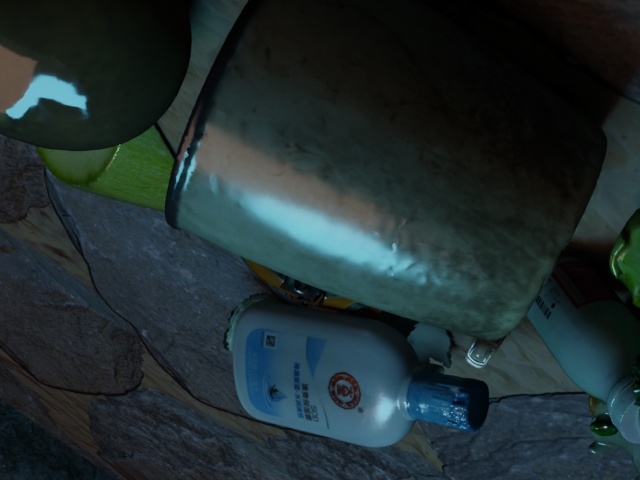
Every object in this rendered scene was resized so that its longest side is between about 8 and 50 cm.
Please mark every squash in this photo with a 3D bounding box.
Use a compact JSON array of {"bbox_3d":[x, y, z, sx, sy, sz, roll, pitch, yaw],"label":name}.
[{"bbox_3d":[-0.290,-0.132,1.470,0.237,0.155,0.203,6,102,42],"label":"squash"}]

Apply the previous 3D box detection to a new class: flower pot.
[{"bbox_3d":[0.064,-0.070,0.956,0.330,0.293,0.293,28,149,3],"label":"flower pot"}]

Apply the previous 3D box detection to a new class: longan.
[{"bbox_3d":[-0.266,-0.213,1.100,0.258,0.258,0.258,25,148,17],"label":"longan"}]

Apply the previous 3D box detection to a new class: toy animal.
[{"bbox_3d":[0.357,0.142,1.135,0.125,0.127,0.251,10,124,25],"label":"toy animal"}]

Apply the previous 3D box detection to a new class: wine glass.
[{"bbox_3d":[0.021,0.147,1.433,0.321,0.143,0.143,1,135,43],"label":"wine glass"}]

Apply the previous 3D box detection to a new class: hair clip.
[{"bbox_3d":[0.205,0.124,1.279,0.034,0.072,0.226,33,150,11],"label":"hair clip"}]

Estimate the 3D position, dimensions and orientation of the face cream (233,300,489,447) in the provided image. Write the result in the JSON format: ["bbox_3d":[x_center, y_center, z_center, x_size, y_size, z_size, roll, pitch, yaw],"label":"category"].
[{"bbox_3d":[0.043,0.173,1.280,0.337,0.080,0.162,8,105,34],"label":"face cream"}]

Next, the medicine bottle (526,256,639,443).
[{"bbox_3d":[0.283,0.107,1.048,0.090,0.090,0.216,60,-176,-35],"label":"medicine bottle"}]

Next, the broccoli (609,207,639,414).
[{"bbox_3d":[0.363,0.066,0.880,0.297,0.298,0.297,35,158,48],"label":"broccoli"}]

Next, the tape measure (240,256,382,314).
[{"bbox_3d":[0.000,0.000,1.248,0.202,0.135,0.223,21,153,7],"label":"tape measure"}]
